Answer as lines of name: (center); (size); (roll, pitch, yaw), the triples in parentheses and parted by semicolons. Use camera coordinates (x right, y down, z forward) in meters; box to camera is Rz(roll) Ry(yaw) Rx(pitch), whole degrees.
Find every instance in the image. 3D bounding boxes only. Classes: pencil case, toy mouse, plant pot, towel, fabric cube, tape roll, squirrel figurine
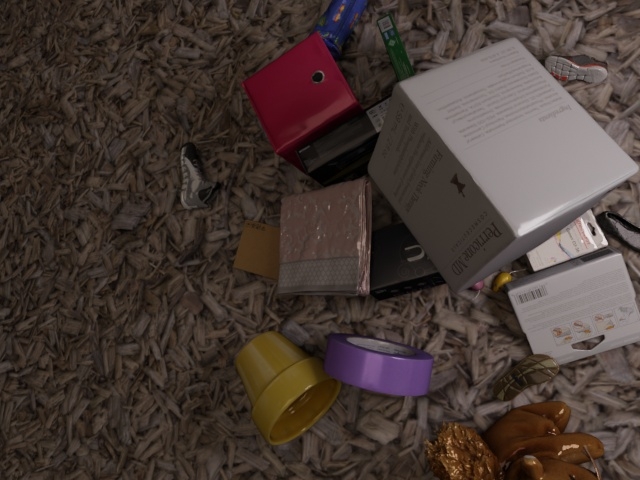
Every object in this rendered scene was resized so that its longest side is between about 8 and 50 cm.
pencil case: (0.079, -0.721, 1.402); (0.119, 0.133, 0.306); (28, 94, -14)
toy mouse: (0.447, 0.083, 1.236); (0.161, 0.031, 0.143); (-46, 73, 8)
plant pot: (-0.110, 0.394, 1.282); (0.239, 0.254, 0.254); (42, 97, 34)
towel: (0.000, 0.000, 1.288); (0.332, 0.053, 0.316); (-7, 76, 42)
fabric cube: (-0.028, -0.387, 1.327); (0.258, 0.259, 0.254); (-29, 77, 13)
tape roll: (0.148, 0.315, 1.177); (0.275, 0.275, 0.090); (9, 87, 19)
squirrel figurine: (0.436, 0.538, 1.006); (0.397, 0.370, 0.280); (-6, 82, 17)

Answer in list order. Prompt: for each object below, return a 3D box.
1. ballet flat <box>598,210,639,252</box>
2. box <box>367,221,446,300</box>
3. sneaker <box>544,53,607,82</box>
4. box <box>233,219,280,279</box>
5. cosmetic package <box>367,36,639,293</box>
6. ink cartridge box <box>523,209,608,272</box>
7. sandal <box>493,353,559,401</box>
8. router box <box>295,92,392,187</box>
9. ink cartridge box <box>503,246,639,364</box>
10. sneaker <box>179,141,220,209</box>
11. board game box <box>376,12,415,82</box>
ballet flat: (0.777, -0.015, 1.132); (0.173, 0.049, 0.057); (35, 96, 18)
box: (0.250, 0.044, 1.234); (0.271, 0.143, 0.165); (-18, 67, 16)
sneaker: (0.689, -0.471, 1.222); (0.158, 0.061, 0.064); (25, 65, 18)
box: (-0.171, 0.033, 1.448); (0.201, 0.021, 0.164); (14, 88, 19)
cosmetic package: (0.366, -0.161, 1.022); (0.328, 0.329, 0.393); (-26, 70, -16)
ink cartridge box: (0.624, -0.005, 1.171); (0.198, 0.067, 0.115); (-23, 76, 14)
sandal: (0.528, 0.352, 1.174); (0.180, 0.049, 0.072); (-46, 66, 23)
router box: (0.115, -0.263, 1.275); (0.309, 0.243, 0.081); (-28, 76, 12)
ink cartridge box: (0.643, 0.177, 1.150); (0.275, 0.060, 0.238); (-22, 101, 14)
sneaker: (-0.396, -0.216, 1.527); (0.132, 0.086, 0.228); (2, 94, 13)
board game box: (0.246, -0.435, 1.268); (0.046, 0.213, 0.317); (-20, 77, 14)
